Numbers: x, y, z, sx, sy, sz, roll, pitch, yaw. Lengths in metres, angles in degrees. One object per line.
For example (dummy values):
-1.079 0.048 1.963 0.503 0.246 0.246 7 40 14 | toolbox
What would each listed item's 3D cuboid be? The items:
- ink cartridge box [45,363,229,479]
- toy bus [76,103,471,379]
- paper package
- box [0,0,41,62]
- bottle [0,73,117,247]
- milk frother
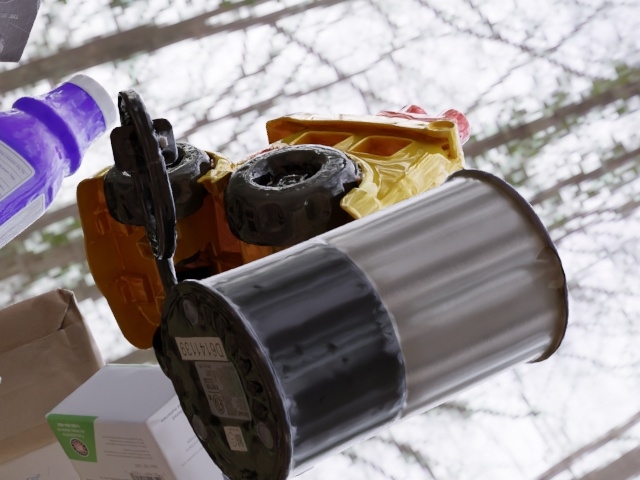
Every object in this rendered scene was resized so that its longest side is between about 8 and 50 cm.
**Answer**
-0.136 0.230 1.554 0.160 0.092 0.219 -3 -59 47 | ink cartridge box
-0.006 -0.017 1.022 0.220 0.211 0.149 7 -53 34 | toy bus
-0.398 0.225 1.896 0.168 0.309 0.325 64 -16 17 | paper package
-0.291 -0.164 0.891 0.183 0.231 0.056 36 -67 29 | box
-0.316 -0.064 1.611 0.118 0.283 0.092 33 -37 19 | bottle
0.000 0.000 0.634 0.129 0.135 0.143 22 -52 52 | milk frother
